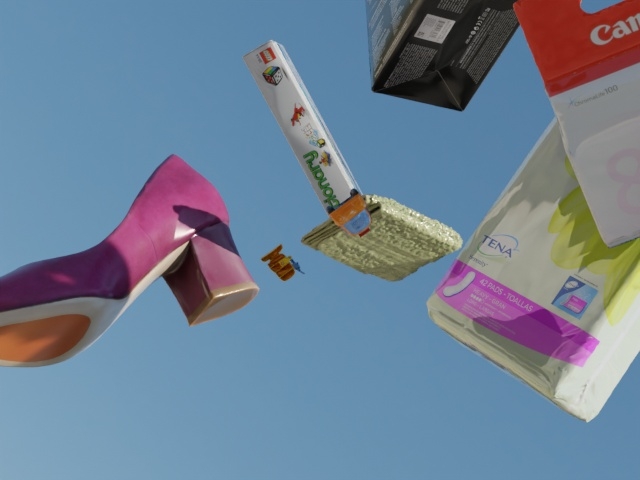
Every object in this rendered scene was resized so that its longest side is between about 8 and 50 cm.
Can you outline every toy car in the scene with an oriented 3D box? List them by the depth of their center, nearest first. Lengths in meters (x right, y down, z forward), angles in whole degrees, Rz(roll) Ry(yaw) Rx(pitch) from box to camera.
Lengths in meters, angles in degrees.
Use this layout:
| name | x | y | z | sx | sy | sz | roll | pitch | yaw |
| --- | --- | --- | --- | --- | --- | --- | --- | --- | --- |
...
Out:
| name | x | y | z | sx | sy | sz | roll | pitch | yaw |
| --- | --- | --- | --- | --- | --- | --- | --- | --- | --- |
| toy car | 0.000 | 0.000 | 1.507 | 0.040 | 0.122 | 0.060 | 53 | -17 | -3 |

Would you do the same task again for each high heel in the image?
| name | x | y | z | sx | sy | sz | roll | pitch | yaw |
| --- | --- | --- | --- | --- | --- | --- | --- | --- | --- |
| high heel | -0.236 | 0.012 | 1.651 | 0.127 | 0.377 | 0.181 | -44 | -113 | 34 |

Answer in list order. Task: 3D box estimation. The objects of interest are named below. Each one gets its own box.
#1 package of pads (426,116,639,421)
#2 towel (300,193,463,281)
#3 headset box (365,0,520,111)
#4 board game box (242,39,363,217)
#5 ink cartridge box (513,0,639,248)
| name | x | y | z | sx | sy | sz | roll | pitch | yaw |
| --- | --- | --- | --- | --- | --- | --- | --- | --- | --- |
| package of pads | 0.275 | 0.017 | 1.838 | 0.101 | 0.296 | 0.229 | 38 | -4 | -42 |
| towel | 0.065 | -0.002 | 1.735 | 0.110 | 0.027 | 0.148 | -29 | -37 | 36 |
| headset box | 0.131 | -0.318 | 1.755 | 0.110 | 0.293 | 0.218 | 11 | -40 | -18 |
| board game box | -0.009 | -0.133 | 2.367 | 0.305 | 0.053 | 0.193 | 62 | 4 | -3 |
| ink cartridge box | 0.288 | -0.133 | 1.445 | 0.066 | 0.189 | 0.232 | -11 | 79 | -82 |
